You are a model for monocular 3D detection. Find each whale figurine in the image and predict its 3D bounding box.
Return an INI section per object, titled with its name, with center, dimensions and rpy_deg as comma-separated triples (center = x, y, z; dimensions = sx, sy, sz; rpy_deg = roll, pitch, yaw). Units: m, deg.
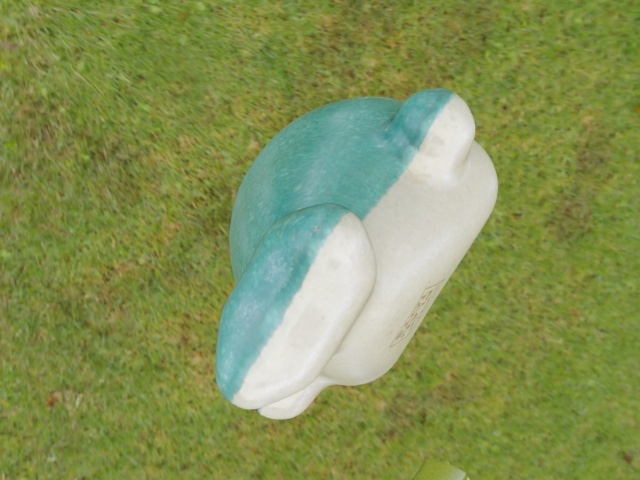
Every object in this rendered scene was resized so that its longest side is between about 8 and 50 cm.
[whale figurine]
center = 0.000, 0.000, 0.539
dimensions = 0.141, 0.272, 0.216
rpy_deg = 34, 108, 10

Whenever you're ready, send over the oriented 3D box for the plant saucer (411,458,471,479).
[plant saucer]
center = 0.158, 0.335, 1.031
dimensions = 0.045, 0.188, 0.188
rpy_deg = -26, 85, 15
